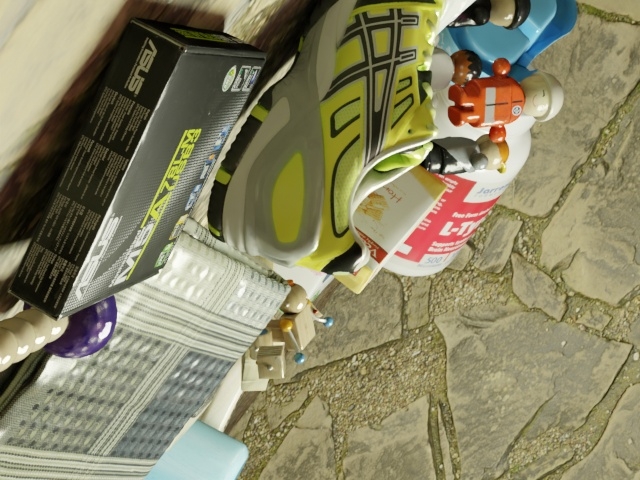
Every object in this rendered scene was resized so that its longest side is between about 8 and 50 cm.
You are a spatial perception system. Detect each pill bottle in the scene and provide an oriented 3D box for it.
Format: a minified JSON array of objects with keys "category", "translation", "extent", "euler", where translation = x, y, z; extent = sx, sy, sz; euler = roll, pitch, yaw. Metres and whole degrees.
[{"category":"pill bottle","translation":[0.213,-0.139,1.981],"extent":[0.229,0.229,0.407],"euler":[-47,172,-43]}]

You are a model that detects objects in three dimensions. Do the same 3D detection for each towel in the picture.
[{"category":"towel","translation":[-0.183,0.120,1.037],"extent":[0.312,0.056,0.324],"euler":[-52,158,1]}]

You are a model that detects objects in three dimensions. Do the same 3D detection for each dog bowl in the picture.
[{"category":"dog bowl","translation":[0.268,-0.320,1.724],"extent":[0.297,0.166,0.074],"euler":[-48,-177,-38]}]

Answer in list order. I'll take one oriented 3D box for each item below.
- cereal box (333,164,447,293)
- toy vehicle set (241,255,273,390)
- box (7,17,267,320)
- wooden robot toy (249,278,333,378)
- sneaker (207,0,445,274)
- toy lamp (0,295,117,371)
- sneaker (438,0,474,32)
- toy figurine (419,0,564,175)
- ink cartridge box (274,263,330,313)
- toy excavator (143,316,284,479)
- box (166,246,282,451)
[{"category":"cereal box","translation":[0.032,-0.054,1.358],"extent":[0.047,0.173,0.240],"euler":[-57,173,36]},{"category":"toy vehicle set","translation":[-0.085,0.100,1.540],"extent":[0.267,0.035,0.165],"euler":[107,-17,-74]},{"category":"box","translation":[-0.115,-0.052,0.775],"extent":[0.190,0.045,0.184],"euler":[-62,174,12]},{"category":"wooden robot toy","translation":[-0.043,0.083,1.298],"extent":[0.173,0.076,0.079],"euler":[-47,136,-60]},{"category":"sneaker","translation":[0.049,-0.141,1.031],"extent":[0.384,0.147,0.145],"euler":[-61,173,-8]},{"category":"toy lamp","translation":[-0.210,0.073,0.706],"extent":[0.080,0.080,0.275],"euler":[-54,174,13]},{"category":"sneaker","translation":[0.137,-0.282,1.214],"extent":[0.258,0.094,0.091],"euler":[-53,178,5]},{"category":"toy figurine","translation":[0.189,-0.197,1.451],"extent":[0.148,0.213,0.209],"euler":[-9,155,-20]},{"category":"ink cartridge box","translation":[0.000,0.000,1.804],"extent":[0.154,0.093,0.212],"euler":[-45,168,-49]},{"category":"toy excavator","translation":[-0.187,0.327,1.838],"extent":[0.445,0.222,0.433],"euler":[-62,175,0]},{"category":"box","translation":[-0.150,0.125,1.361],"extent":[0.113,0.094,0.275],"euler":[-48,173,-44]}]
